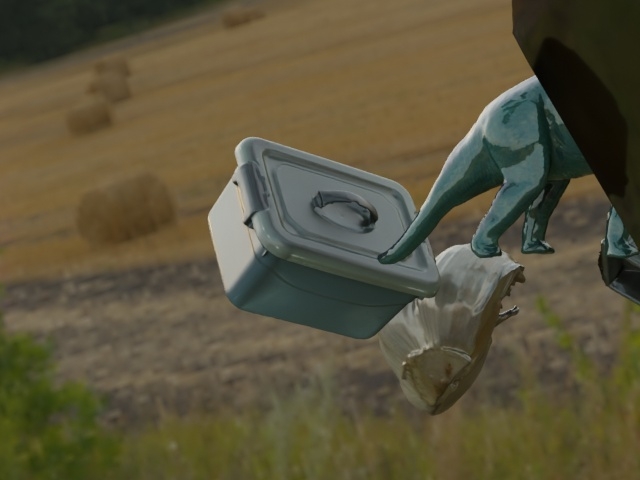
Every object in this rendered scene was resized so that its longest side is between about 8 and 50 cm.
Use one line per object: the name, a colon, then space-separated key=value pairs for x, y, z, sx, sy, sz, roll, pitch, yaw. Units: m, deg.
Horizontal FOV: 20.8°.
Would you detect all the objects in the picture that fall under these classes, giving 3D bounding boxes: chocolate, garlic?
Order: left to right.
garlic: x=0.134 y=0.086 z=1.965 sx=0.142 sy=0.229 sz=0.178 roll=26 pitch=45 yaw=16
chocolate: x=0.359 y=-0.174 z=1.357 sx=0.297 sy=0.314 sz=0.326 roll=-20 pitch=-18 yaw=-22

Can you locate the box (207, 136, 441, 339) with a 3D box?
box: x=0.000 y=0.000 z=1.777 sx=0.227 sy=0.162 sz=0.130 roll=17 pitch=-51 yaw=-33

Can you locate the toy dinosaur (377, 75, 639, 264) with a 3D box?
toy dinosaur: x=0.224 y=-0.150 z=1.575 sx=0.383 sy=0.331 sz=0.129 roll=-3 pitch=1 yaw=19

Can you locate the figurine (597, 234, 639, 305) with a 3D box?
figurine: x=0.451 y=-0.003 z=1.813 sx=0.285 sy=0.342 sz=0.167 roll=-45 pitch=36 yaw=-18
